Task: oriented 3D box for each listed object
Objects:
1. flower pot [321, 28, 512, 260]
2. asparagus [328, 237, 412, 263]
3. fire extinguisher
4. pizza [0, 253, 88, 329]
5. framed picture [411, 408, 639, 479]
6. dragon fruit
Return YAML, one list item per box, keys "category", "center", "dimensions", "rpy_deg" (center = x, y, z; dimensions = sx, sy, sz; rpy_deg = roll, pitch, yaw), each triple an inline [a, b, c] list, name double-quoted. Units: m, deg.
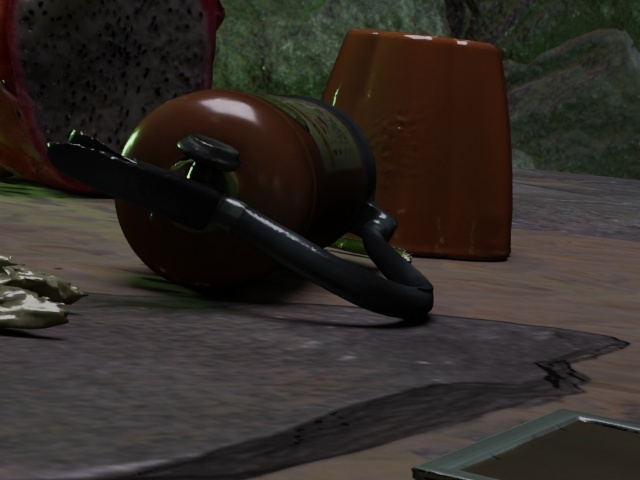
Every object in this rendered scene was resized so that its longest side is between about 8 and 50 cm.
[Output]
- category: "flower pot"
  center: [0.075, -0.080, 1.304]
  dimensions: [0.190, 0.173, 0.190]
  rpy_deg: [7, 3, 0]
- category: "asparagus"
  center: [0.000, 0.000, 1.201]
  dimensions: [0.166, 0.013, 0.016]
  rpy_deg: [11, -4, 35]
- category: "fire extinguisher"
  center: [-0.016, -0.030, 0.968]
  dimensions: [0.200, 0.113, 0.376]
  rpy_deg: [8, 6, 11]
- category: "pizza"
  center: [-0.232, 0.009, 0.740]
  dimensions: [0.262, 0.034, 0.181]
  rpy_deg: [8, 5, 14]
- category: "framed picture"
  center: [0.139, 0.085, 0.512]
  dimensions: [0.183, 0.011, 0.142]
  rpy_deg: [10, 6, 26]
- category: "dragon fruit"
  center: [-0.241, -0.185, 1.467]
  dimensions: [0.189, 0.291, 0.290]
  rpy_deg: [11, 7, 38]
